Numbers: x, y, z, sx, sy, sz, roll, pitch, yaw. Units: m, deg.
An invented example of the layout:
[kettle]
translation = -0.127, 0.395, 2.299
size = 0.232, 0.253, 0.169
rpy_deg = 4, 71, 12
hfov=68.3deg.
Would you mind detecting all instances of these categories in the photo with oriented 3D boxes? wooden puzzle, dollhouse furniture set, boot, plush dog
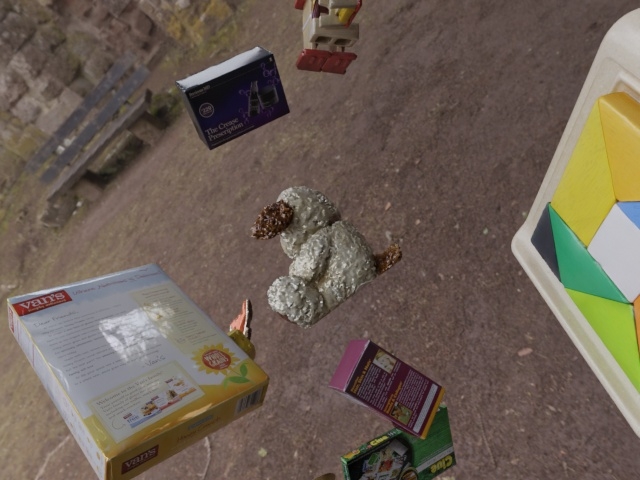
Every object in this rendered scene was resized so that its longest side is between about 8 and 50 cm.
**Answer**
[wooden puzzle]
translation = 0.222, 0.002, 0.326
size = 0.044, 0.238, 0.220
rpy_deg = -10, 50, -11
[dollhouse furniture set]
translation = 0.045, -0.593, 1.207
size = 0.374, 0.152, 0.201
rpy_deg = 171, 98, -74
[boot]
translation = -0.301, 0.297, 1.776
size = 0.085, 0.059, 0.157
rpy_deg = 1, 72, 12
[plush dog]
translation = 0.000, 0.000, 0.844
size = 0.211, 0.225, 0.262
rpy_deg = -39, -7, 21

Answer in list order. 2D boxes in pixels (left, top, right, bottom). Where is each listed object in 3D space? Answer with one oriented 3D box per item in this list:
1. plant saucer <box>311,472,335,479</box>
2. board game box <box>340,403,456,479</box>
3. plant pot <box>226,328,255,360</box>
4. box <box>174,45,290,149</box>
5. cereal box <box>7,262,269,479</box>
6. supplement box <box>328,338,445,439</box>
[plant saucer]
translation = -0.004, 0.490, 0.927
size = 0.083, 0.083, 0.015
rpy_deg = -47, 46, 9
[board game box]
translation = 0.164, 0.444, 0.951
size = 0.030, 0.260, 0.136
rpy_deg = -2, 101, 61
[plant pot]
translation = -0.170, 0.216, 0.893
size = 0.083, 0.081, 0.081
rpy_deg = -52, -12, 34
[box]
translation = -0.239, -0.397, 1.316
size = 0.261, 0.184, 0.103
rpy_deg = -30, 41, -13
[cereal box]
translation = -0.195, 0.118, 0.500
size = 0.240, 0.173, 0.047
rpy_deg = 34, 123, 34
[supplement box]
translation = 0.124, 0.277, 0.887
size = 0.104, 0.188, 0.081
rpy_deg = -60, 13, -20
